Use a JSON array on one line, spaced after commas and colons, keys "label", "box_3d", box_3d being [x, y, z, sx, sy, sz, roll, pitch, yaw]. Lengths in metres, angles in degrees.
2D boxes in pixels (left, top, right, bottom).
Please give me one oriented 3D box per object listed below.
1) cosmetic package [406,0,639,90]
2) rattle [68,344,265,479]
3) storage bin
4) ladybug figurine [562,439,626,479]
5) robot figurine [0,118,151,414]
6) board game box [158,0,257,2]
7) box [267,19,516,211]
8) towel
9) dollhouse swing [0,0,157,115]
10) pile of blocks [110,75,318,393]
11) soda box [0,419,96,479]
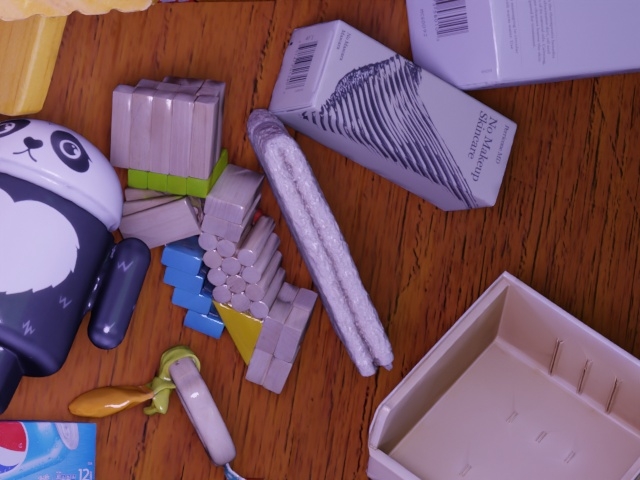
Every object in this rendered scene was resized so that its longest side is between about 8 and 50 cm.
[{"label": "cosmetic package", "box_3d": [0.287, -0.285, 2.286, 0.365, 0.155, 0.197, -7, 92, -37]}, {"label": "rattle", "box_3d": [-0.147, 0.216, 1.994, 0.143, 0.130, 0.200, -37, 135, -21]}, {"label": "storage bin", "box_3d": [0.226, 0.216, 2.142, 0.262, 0.123, 0.260, 34, 58, 19]}, {"label": "ladybug figurine", "box_3d": [0.302, 0.398, 2.251, 0.305, 0.162, 0.449, 19, 76, -34]}, {"label": "robot figurine", "box_3d": [-0.293, 0.020, 1.830, 0.209, 0.173, 0.278, 33, 69, -33]}, {"label": "board game box", "box_3d": [0.036, -0.447, 1.986, 0.356, 0.356, 0.356, -6, 91, -36]}, {"label": "box", "box_3d": [0.082, -0.135, 2.164, 0.275, 0.094, 0.113, 25, 73, -32]}, {"label": "towel", "box_3d": [0.000, 0.000, 2.044, 0.049, 0.187, 0.282, -25, 105, -3]}, {"label": "dollhouse swing", "box_3d": [-0.342, -0.148, 1.639, 0.347, 0.305, 0.315, -10, 131, -41]}, {"label": "pile of blocks", "box_3d": [-0.112, -0.017, 2.021, 0.112, 0.149, 0.362, -62, 135, -61]}, {"label": "soda box", "box_3d": [-0.322, 0.205, 1.861, 0.210, 0.071, 0.067, 4, 85, -36]}]
